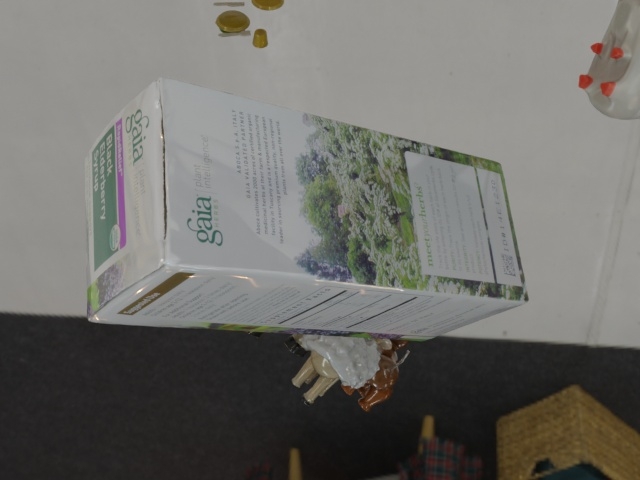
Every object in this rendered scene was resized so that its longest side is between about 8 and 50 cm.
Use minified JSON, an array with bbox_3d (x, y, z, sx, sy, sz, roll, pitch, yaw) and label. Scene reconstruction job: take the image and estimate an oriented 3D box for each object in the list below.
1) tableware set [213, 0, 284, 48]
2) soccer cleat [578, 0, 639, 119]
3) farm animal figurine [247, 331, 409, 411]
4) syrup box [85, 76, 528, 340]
[{"bbox_3d":[-0.103,-0.333,1.153,0.104,0.154,0.024,-4,142,-9],"label":"tableware set"},{"bbox_3d":[0.267,-0.188,0.615,0.076,0.068,0.196,7,114,-26],"label":"soccer cleat"},{"bbox_3d":[0.000,0.039,1.005,0.172,0.327,0.330,-46,69,8],"label":"farm animal figurine"},{"bbox_3d":[-0.003,-0.004,0.444,0.237,0.093,0.096,7,156,-34],"label":"syrup box"}]
